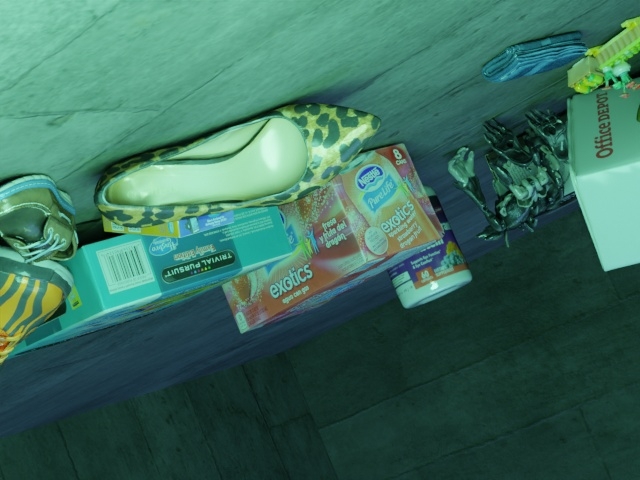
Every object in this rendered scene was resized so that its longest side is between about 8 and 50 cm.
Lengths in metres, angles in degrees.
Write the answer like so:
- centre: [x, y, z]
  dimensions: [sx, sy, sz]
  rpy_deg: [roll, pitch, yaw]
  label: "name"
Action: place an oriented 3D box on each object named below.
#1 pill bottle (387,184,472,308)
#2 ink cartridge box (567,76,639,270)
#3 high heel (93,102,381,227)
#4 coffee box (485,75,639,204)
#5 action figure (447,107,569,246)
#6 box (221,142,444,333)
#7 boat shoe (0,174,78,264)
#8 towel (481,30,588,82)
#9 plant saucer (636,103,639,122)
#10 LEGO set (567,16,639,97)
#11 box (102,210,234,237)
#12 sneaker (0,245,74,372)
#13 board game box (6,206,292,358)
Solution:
- centre: [0.128, -0.012, 1.905]
  dimensions: [0.108, 0.193, 0.108]
  rpy_deg: [-23, 172, -4]
  label: "pill bottle"
- centre: [0.540, -0.129, 1.816]
  dimensions: [0.384, 0.160, 0.279]
  rpy_deg: [-14, -155, 17]
  label: "ink cartridge box"
- centre: [-0.081, -0.070, 1.290]
  dimensions: [0.261, 0.093, 0.186]
  rpy_deg: [-16, -179, 22]
  label: "high heel"
- centre: [0.431, -0.148, 2.111]
  dimensions: [0.297, 0.119, 0.168]
  rpy_deg: [-28, 172, 28]
  label: "coffee box"
- centre: [0.285, -0.100, 1.983]
  dimensions: [0.164, 0.141, 0.276]
  rpy_deg: [-23, 157, -11]
  label: "action figure"
- centre: [0.000, 0.000, 1.811]
  dimensions: [0.154, 0.142, 0.300]
  rpy_deg: [-16, 170, -40]
  label: "box"
- centre: [-0.262, -0.015, 1.261]
  dimensions: [0.066, 0.066, 0.183]
  rpy_deg: [-25, 172, 8]
  label: "boat shoe"
- centre: [0.244, -0.206, 1.543]
  dimensions: [0.119, 0.029, 0.067]
  rpy_deg: [-18, 171, -35]
  label: "towel"
- centre: [0.507, -0.209, 1.696]
  dimensions: [0.241, 0.037, 0.241]
  rpy_deg: [-21, -170, 4]
  label: "plant saucer"
- centre: [0.429, -0.226, 1.644]
  dimensions: [0.287, 0.107, 0.132]
  rpy_deg: [-27, 171, 27]
  label: "LEGO set"
- centre: [-0.156, -0.025, 1.426]
  dimensions: [0.136, 0.028, 0.081]
  rpy_deg: [7, -163, 41]
  label: "box"
- centre: [-0.353, 0.124, 1.427]
  dimensions: [0.124, 0.180, 0.321]
  rpy_deg: [17, 155, -18]
  label: "sneaker"
- centre: [-0.229, 0.050, 1.617]
  dimensions: [0.253, 0.079, 0.336]
  rpy_deg: [-17, 176, -36]
  label: "board game box"
